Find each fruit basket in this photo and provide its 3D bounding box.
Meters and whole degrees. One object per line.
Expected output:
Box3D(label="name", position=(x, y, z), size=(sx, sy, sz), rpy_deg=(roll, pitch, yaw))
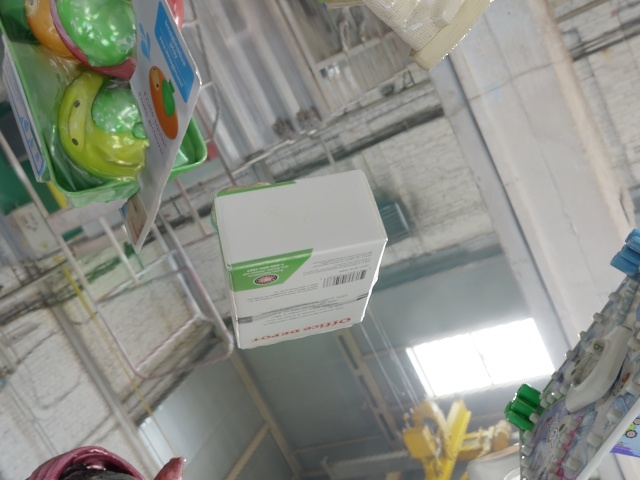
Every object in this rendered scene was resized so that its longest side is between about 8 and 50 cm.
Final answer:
Box3D(label="fruit basket", position=(-0.210, -0.185, 0.616), size=(0.165, 0.327, 0.353), rpy_deg=(-19, 168, -21))

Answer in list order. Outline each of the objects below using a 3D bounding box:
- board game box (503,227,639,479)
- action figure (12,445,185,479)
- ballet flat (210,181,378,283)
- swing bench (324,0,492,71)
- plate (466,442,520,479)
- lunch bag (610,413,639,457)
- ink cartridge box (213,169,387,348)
Box3D(label="board game box", position=(0.373, 0.171, 0.932), size=(0.390, 0.050, 0.390), rpy_deg=(-60, 170, 15))
Box3D(label="action figure", position=(-0.188, 0.246, 0.480), size=(0.370, 0.248, 0.275), rpy_deg=(-50, -154, 24))
Box3D(label="ballet flat", position=(0.000, 0.000, 0.920), size=(0.316, 0.107, 0.106), rpy_deg=(18, 152, -41))
Box3D(label="swing bench", position=(0.010, -0.298, 0.520), size=(0.165, 0.253, 0.254), rpy_deg=(-48, -148, 11))
Box3D(label="plate", position=(0.440, 0.527, 1.300), size=(0.277, 0.278, 0.045), rpy_deg=(-9, 163, -27))
Box3D(label="lunch bag", position=(0.651, 0.287, 1.175), size=(0.293, 0.221, 0.138), rpy_deg=(14, -152, 16))
Box3D(label="ink cartridge box", position=(-0.026, 0.028, 0.709), size=(0.153, 0.087, 0.208), rpy_deg=(-11, 152, -11))
